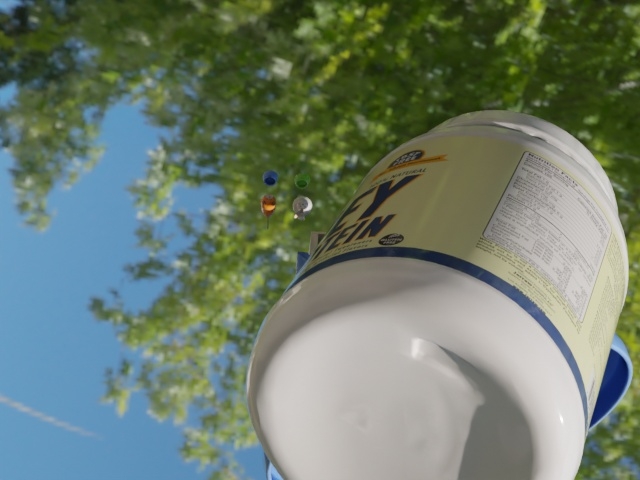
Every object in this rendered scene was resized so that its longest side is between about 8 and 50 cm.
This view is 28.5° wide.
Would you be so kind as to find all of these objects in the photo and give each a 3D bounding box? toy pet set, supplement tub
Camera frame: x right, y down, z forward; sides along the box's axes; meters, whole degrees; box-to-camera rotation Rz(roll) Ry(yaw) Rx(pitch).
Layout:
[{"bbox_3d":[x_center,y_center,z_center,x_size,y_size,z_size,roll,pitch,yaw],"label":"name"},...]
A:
[{"bbox_3d":[0.000,0.000,1.225,0.065,0.122,0.114,-87,-178,-47],"label":"toy pet set"},{"bbox_3d":[0.105,0.053,0.962,0.235,0.235,0.325,-46,-175,35],"label":"supplement tub"}]

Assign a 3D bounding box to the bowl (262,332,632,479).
[{"bbox_3d":[0.124,0.168,1.306,0.391,0.391,0.077,-44,-130,36],"label":"bowl"}]
